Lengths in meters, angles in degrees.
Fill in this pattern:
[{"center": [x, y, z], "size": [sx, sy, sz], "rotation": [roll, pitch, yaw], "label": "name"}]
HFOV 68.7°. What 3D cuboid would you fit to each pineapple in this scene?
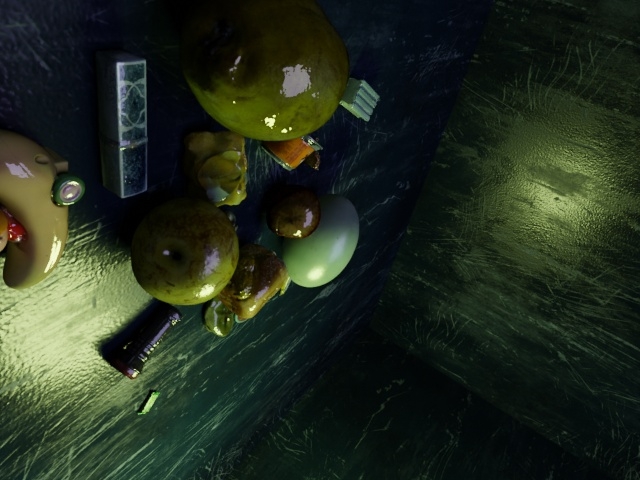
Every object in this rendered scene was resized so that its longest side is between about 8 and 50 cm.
[{"center": [-0.035, -0.316, 1.677], "size": [0.114, 0.077, 0.114], "rotation": [-102, -160, -70], "label": "pineapple"}]

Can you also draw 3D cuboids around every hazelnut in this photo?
[{"center": [-0.094, -0.102, 1.656], "size": [0.208, 0.208, 0.208], "rotation": [-47, 155, -30], "label": "hazelnut"}]

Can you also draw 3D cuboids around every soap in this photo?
[{"center": [0.150, -0.536, 1.779], "size": [0.114, 0.063, 0.198], "rotation": [-65, 158, 8], "label": "soap"}]

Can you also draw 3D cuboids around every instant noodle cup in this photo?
[{"center": [-0.098, -0.294, 1.425], "size": [0.125, 0.177, 0.208], "rotation": [-49, 140, 8], "label": "instant noodle cup"}]

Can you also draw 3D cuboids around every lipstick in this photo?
[{"center": [-0.399, -0.232, 0.945], "size": [0.077, 0.076, 0.289], "rotation": [-31, 142, -47], "label": "lipstick"}]

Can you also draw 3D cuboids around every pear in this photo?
[{"center": [-0.334, 0.026, 1.180], "size": [0.283, 0.284, 0.283], "rotation": [-47, 155, -30], "label": "pear"}, {"center": [-0.117, -0.387, 1.025], "size": [0.413, 0.352, 0.351], "rotation": [-23, 138, -51], "label": "pear"}]

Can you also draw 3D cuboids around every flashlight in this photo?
[{"center": [-0.504, 0.288, 1.370], "size": [0.232, 0.093, 0.093], "rotation": [-55, 159, -28], "label": "flashlight"}]

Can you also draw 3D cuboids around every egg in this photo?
[{"center": [0.000, 0.000, 1.838], "size": [0.388, 0.276, 0.276], "rotation": [-62, 158, 3], "label": "egg"}]

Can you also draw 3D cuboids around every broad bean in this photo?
[{"center": [-0.352, 0.240, 1.671], "size": [0.153, 0.073, 0.206], "rotation": [-11, 115, -67], "label": "broad bean"}]

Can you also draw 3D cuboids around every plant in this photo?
[{"center": [-0.299, -0.012, 1.444], "size": [0.085, 0.087, 0.174], "rotation": [-115, -134, -73], "label": "plant"}]

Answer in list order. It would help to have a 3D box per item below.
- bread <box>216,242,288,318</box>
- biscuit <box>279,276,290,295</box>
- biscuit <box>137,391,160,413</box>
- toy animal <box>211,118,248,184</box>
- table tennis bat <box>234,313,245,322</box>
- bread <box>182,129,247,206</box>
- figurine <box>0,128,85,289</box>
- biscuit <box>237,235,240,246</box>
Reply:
[{"center": [-0.229, 0.113, 1.579], "size": [0.246, 0.196, 0.176], "rotation": [-46, 168, -39], "label": "bread"}, {"center": [-0.117, 0.118, 2.070], "size": [0.291, 0.026, 0.048], "rotation": [-66, 162, 15], "label": "biscuit"}, {"center": [-0.586, 0.554, 1.602], "size": [0.089, 0.016, 0.046], "rotation": [-59, 157, -3], "label": "biscuit"}, {"center": [-0.258, -0.244, 1.273], "size": [0.252, 0.070, 0.079], "rotation": [71, 16, -47], "label": "toy animal"}, {"center": [-0.273, 0.227, 1.860], "size": [0.153, 0.040, 0.244], "rotation": [-22, 141, -56], "label": "table tennis bat"}, {"center": [-0.269, -0.176, 1.215], "size": [0.161, 0.088, 0.233], "rotation": [-13, 135, -19], "label": "bread"}, {"center": [-0.545, -0.038, 0.811], "size": [0.222, 0.124, 0.324], "rotation": [-31, 148, -51], "label": "figurine"}, {"center": [-0.302, 0.024, 1.560], "size": [0.092, 0.016, 0.082], "rotation": [-56, 159, -14], "label": "biscuit"}]
